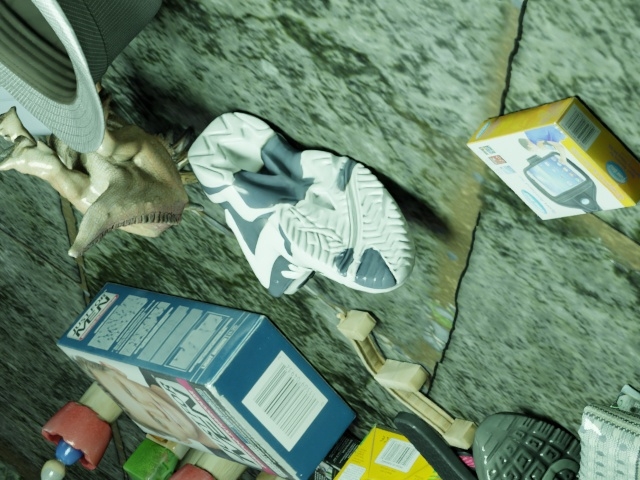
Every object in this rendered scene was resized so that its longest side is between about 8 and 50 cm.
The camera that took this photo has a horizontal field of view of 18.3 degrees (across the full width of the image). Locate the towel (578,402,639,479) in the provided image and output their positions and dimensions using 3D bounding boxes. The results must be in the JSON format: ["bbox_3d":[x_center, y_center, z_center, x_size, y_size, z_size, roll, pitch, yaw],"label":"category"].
[{"bbox_3d":[0.352,0.263,1.626,0.312,0.056,0.324,21,151,17],"label":"towel"}]

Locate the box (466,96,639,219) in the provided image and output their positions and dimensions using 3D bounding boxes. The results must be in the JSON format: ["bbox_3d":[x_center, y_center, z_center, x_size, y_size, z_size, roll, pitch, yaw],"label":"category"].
[{"bbox_3d":[0.157,-0.053,1.348,0.081,0.028,0.136,43,159,-15],"label":"box"}]

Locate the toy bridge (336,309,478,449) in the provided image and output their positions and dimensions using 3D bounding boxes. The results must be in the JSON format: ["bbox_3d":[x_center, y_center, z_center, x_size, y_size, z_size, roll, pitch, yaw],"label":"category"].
[{"bbox_3d":[0.076,0.130,1.907,0.188,0.026,0.063,46,161,-25],"label":"toy bridge"}]

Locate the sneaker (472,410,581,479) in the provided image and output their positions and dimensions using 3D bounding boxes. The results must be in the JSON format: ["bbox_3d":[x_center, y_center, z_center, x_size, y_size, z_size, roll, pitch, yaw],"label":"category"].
[{"bbox_3d":[0.217,0.262,1.849,0.286,0.109,0.130,52,165,-27],"label":"sneaker"}]

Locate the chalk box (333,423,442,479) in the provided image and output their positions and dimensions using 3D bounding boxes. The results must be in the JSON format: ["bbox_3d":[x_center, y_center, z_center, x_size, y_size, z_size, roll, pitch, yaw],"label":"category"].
[{"bbox_3d":[0.114,0.318,2.105,0.132,0.132,0.213,12,148,51],"label":"chalk box"}]

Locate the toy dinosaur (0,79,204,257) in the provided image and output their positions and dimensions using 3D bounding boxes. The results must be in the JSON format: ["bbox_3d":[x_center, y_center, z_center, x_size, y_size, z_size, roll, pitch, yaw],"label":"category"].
[{"bbox_3d":[-0.163,-0.055,1.674,0.200,0.127,0.296,47,-172,-30],"label":"toy dinosaur"}]

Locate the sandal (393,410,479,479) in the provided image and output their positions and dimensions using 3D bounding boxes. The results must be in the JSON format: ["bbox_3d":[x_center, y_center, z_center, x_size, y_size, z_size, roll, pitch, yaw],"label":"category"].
[{"bbox_3d":[0.145,0.226,1.987,0.179,0.040,0.067,49,158,-17],"label":"sandal"}]

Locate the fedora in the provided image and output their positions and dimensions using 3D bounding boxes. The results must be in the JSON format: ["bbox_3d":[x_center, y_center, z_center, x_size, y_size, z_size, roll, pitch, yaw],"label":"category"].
[{"bbox_3d":[-0.214,-0.211,1.501,0.275,0.124,0.244,43,160,12],"label":"fedora"}]

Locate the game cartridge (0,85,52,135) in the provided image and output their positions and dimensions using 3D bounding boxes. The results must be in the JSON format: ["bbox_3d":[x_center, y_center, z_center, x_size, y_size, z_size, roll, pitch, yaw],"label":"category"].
[{"bbox_3d":[-0.339,-0.207,1.852,0.294,0.060,0.196,47,163,-22],"label":"game cartridge"}]

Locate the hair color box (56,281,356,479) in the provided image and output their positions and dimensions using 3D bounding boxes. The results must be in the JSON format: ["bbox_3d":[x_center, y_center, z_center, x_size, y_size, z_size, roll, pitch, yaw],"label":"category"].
[{"bbox_3d":[-0.134,0.154,2.221,0.174,0.105,0.347,49,159,-27],"label":"hair color box"}]

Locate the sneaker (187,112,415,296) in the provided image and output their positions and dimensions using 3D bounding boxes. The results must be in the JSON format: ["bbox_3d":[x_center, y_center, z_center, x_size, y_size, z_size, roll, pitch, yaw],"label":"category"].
[{"bbox_3d":[0.000,0.000,1.649,0.235,0.094,0.153,26,159,32],"label":"sneaker"}]

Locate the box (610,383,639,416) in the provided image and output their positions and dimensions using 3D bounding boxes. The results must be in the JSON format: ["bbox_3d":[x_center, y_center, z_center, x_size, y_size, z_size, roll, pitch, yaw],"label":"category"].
[{"bbox_3d":[0.276,0.176,1.652,0.094,0.027,0.137,33,160,13],"label":"box"}]

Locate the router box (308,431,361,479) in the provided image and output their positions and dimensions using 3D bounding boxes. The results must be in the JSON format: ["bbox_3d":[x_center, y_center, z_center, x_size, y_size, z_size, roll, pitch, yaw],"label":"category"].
[{"bbox_3d":[0.049,0.284,2.276,0.133,0.046,0.179,33,161,12],"label":"router box"}]

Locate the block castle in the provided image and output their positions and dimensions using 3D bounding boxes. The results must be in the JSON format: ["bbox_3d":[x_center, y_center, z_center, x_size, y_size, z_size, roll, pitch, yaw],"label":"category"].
[{"bbox_3d":[-0.144,0.370,2.564,0.303,0.213,0.453,23,155,37],"label":"block castle"}]
